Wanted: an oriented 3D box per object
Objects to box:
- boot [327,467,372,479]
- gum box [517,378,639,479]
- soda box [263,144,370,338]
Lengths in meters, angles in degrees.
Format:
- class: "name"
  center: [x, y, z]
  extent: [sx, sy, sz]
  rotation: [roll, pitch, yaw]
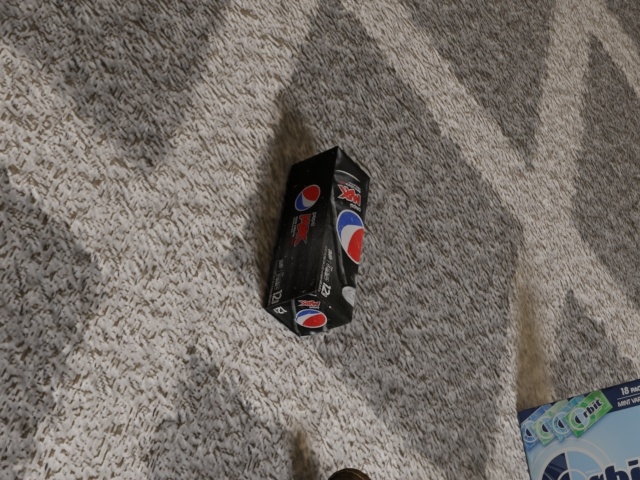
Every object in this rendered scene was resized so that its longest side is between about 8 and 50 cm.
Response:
- class: "boot"
  center: [0.022, 0.290, 1.090]
  extent: [0.106, 0.082, 0.219]
  rotation: [4, 71, -57]
- class: "gum box"
  center: [0.297, 0.248, 1.436]
  extent: [0.041, 0.157, 0.184]
  rotation: [13, 62, -52]
- class: "soda box"
  center: [0.000, 0.000, 1.235]
  extent: [0.053, 0.060, 0.169]
  rotation: [43, 41, -36]
